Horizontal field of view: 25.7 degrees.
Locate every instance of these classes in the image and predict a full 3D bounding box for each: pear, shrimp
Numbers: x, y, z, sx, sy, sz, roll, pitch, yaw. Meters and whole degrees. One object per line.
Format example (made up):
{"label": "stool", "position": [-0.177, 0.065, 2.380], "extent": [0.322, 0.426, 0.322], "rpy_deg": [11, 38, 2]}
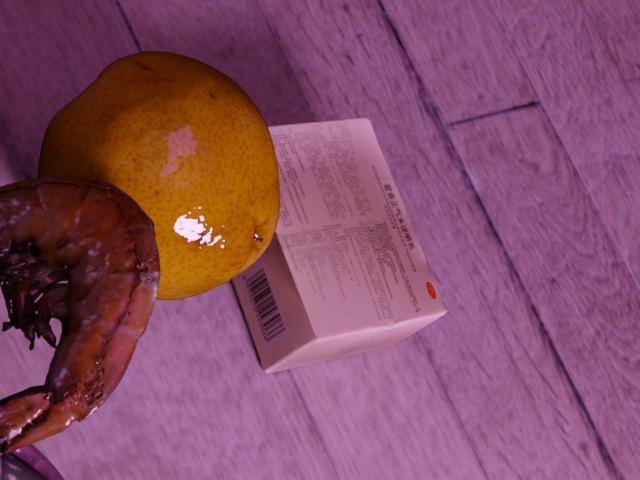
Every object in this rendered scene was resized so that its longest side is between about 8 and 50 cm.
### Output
{"label": "pear", "position": [-0.130, -0.047, 1.171], "extent": [0.208, 0.209, 0.209], "rpy_deg": [17, 57, -28]}
{"label": "shrimp", "position": [-0.257, 0.059, 1.022], "extent": [0.290, 0.054, 0.222], "rpy_deg": [-8, 60, 6]}

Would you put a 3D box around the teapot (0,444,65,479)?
{"label": "teapot", "position": [-0.237, 0.213, 1.034], "extent": [0.146, 0.148, 0.116], "rpy_deg": [35, 86, -30]}

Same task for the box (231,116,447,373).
{"label": "box", "position": [0.000, 0.000, 1.312], "extent": [0.168, 0.095, 0.212], "rpy_deg": [-9, 72, -37]}
